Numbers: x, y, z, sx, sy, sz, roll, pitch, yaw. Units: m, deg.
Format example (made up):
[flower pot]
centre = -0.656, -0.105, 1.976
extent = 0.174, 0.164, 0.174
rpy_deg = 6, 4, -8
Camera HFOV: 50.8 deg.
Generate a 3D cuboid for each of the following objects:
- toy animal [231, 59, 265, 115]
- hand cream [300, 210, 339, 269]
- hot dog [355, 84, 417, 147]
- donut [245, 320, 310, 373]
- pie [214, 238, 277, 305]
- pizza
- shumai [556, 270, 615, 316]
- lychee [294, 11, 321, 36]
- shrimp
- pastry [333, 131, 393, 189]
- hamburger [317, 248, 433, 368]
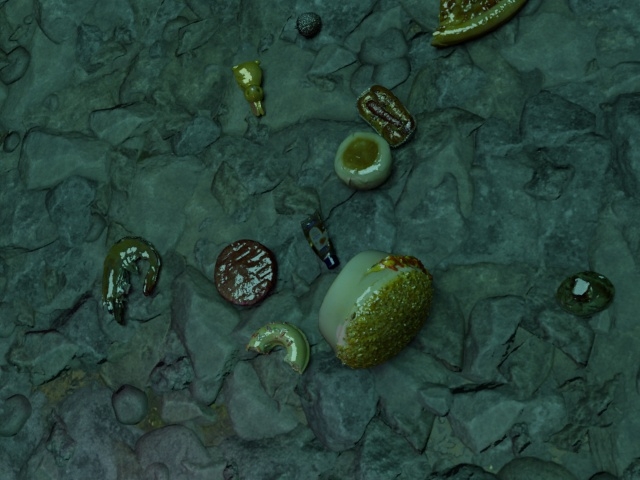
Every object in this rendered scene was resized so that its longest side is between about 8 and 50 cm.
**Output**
[toy animal]
centre = -0.189, -0.430, 1.914
extent = 0.083, 0.070, 0.159
rpy_deg = -21, 75, 8
[hand cream]
centre = 0.000, 0.000, 1.748
extent = 0.062, 0.039, 0.163
rpy_deg = -38, 64, 21
[hot dog]
centre = 0.175, -0.331, 1.780
extent = 0.108, 0.059, 0.191
rpy_deg = -42, 69, 6
[donut]
centre = -0.099, 0.255, 1.687
extent = 0.166, 0.065, 0.108
rpy_deg = 20, 81, 21
[pie]
centre = -0.198, 0.083, 1.776
extent = 0.183, 0.049, 0.182
rpy_deg = -5, 71, 16
[pizza]
centre = 0.430, -0.642, 1.781
extent = 0.365, 0.074, 0.182
rpy_deg = -31, 77, 5
[shumai]
centre = 0.594, 0.111, 1.508
extent = 0.124, 0.087, 0.098
rpy_deg = -24, 68, 8
[lychee]
centre = -0.036, -0.616, 1.922
extent = 0.083, 0.068, 0.067
rpy_deg = -25, 110, 5
[shrimp]
centre = -0.523, 0.105, 1.869
extent = 0.173, 0.058, 0.253
rpy_deg = -10, 70, 5
[pastry]
centre = 0.112, -0.205, 1.744
extent = 0.157, 0.092, 0.156
rpy_deg = -4, 73, 12
[hamburger]
centre = 0.133, 0.158, 1.536
extent = 0.179, 0.276, 0.294
rpy_deg = 32, 90, 33
